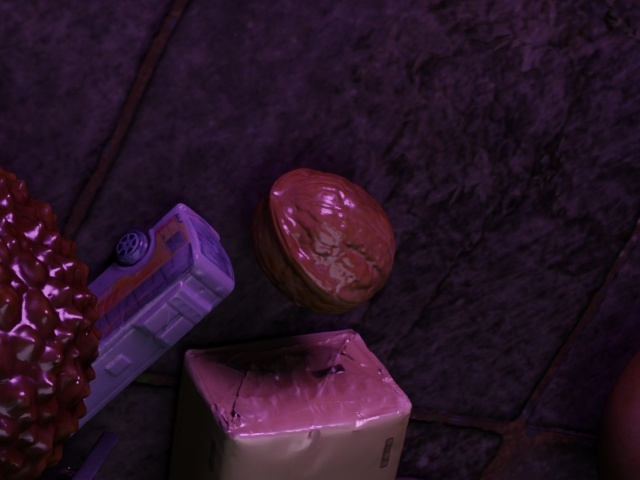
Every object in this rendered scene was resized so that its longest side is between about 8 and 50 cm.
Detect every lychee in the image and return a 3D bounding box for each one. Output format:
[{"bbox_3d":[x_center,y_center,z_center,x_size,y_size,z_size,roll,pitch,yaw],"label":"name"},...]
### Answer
[{"bbox_3d":[-0.269,0.073,1.130,0.267,0.267,0.267,-14,130,-18],"label":"lychee"}]

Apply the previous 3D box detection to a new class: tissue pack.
[{"bbox_3d":[-0.035,0.199,1.435,0.159,0.125,0.234,-6,126,-24],"label":"tissue pack"}]

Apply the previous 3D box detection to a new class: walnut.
[{"bbox_3d":[0.000,0.000,1.321,0.105,0.105,0.124,-45,126,10],"label":"walnut"}]

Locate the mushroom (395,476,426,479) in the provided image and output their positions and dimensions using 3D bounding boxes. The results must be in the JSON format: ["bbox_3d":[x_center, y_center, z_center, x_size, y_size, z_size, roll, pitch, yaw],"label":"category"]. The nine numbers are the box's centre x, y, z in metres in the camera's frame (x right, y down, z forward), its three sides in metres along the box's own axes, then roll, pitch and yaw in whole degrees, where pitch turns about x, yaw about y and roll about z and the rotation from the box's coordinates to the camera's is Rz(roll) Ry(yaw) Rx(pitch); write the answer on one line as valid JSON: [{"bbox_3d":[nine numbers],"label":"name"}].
[{"bbox_3d":[0.089,0.293,1.594,0.188,0.117,0.141,28,97,-35],"label":"mushroom"}]

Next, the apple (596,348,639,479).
[{"bbox_3d":[0.370,0.195,1.578,0.256,0.257,0.234,-21,162,-12],"label":"apple"}]

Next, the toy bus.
[{"bbox_3d":[-0.149,0.061,1.303,0.190,0.075,0.064,-41,132,7],"label":"toy bus"}]

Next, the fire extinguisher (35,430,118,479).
[{"bbox_3d":[-0.235,0.276,1.416,0.104,0.105,0.269,11,119,-34],"label":"fire extinguisher"}]
